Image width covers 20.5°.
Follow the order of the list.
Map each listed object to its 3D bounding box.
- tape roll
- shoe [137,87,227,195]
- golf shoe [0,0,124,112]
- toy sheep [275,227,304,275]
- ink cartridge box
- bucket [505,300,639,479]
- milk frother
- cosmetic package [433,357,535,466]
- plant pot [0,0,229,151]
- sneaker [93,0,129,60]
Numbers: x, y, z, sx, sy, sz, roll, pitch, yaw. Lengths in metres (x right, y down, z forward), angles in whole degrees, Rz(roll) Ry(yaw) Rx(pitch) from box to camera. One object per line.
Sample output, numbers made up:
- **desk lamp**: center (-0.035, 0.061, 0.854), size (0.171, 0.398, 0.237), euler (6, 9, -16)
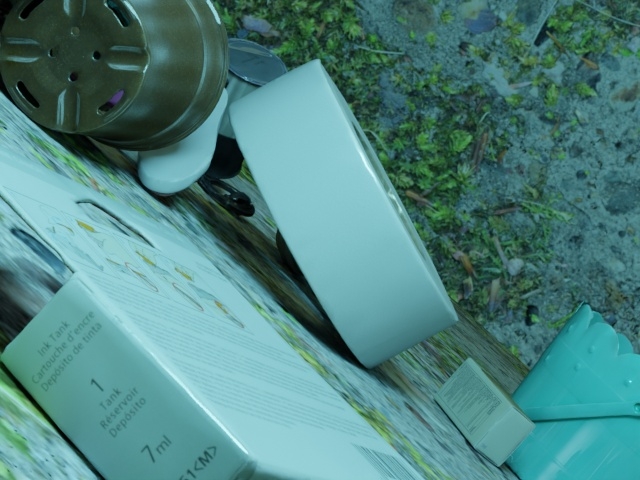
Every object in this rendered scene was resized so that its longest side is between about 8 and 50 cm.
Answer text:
- **tape roll**: center (0.022, -0.026, 1.664), size (0.286, 0.100, 0.286), euler (61, 5, -10)
- **shoe**: center (-0.130, -0.074, 1.621), size (0.063, 0.081, 0.178), euler (19, 36, 0)
- **golf shoe**: center (-0.246, -0.241, 1.753), size (0.306, 0.140, 0.115), euler (46, 5, 29)
- **toy sheep**: center (0.000, 0.000, 1.854), size (0.091, 0.091, 0.132), euler (38, 0, -40)
- **ink cartridge box**: center (-0.070, 0.063, 0.884), size (0.239, 0.060, 0.275), euler (43, 5, 25)
- **bucket**: center (0.321, 0.218, 1.907), size (0.281, 0.183, 0.281), euler (42, 4, -4)
- **milk frother**: center (-0.089, -0.118, 1.902), size (0.143, 0.134, 0.129), euler (40, 35, 17)
- **cosmetic package**: center (0.166, 0.173, 1.800), size (0.041, 0.060, 0.115), euler (40, 7, -28)
- **plant pot**: center (-0.177, -0.154, 1.459), size (0.167, 0.167, 0.165), euler (42, 12, 6)
- **sneaker**: center (-0.170, -0.254, 1.572), size (0.107, 0.110, 0.275), euler (44, -30, 34)
